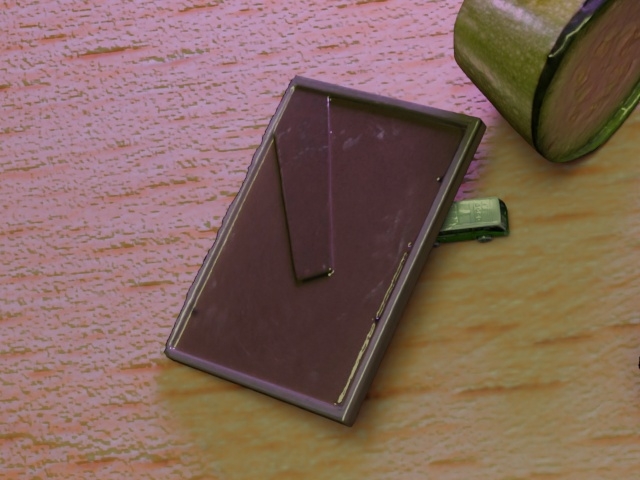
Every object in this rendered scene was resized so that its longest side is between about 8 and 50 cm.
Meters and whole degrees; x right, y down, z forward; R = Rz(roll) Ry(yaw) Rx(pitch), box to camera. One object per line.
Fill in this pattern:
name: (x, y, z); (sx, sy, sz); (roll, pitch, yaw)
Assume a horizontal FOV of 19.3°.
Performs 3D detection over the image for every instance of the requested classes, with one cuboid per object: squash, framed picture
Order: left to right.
framed picture: (0.000, 0.000, 1.511); (0.192, 0.018, 0.265); (18, 77, 34)
squash: (0.190, -0.155, 1.478); (0.170, 0.170, 0.123); (-48, 54, -6)

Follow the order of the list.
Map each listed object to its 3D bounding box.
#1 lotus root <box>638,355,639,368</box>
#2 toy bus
lotus root: (0.313, 0.092, 1.373); (0.154, 0.140, 0.257); (-3, 81, -2)
toy bus: (0.108, -0.015, 1.508); (0.083, 0.037, 0.031); (-7, 71, 10)
